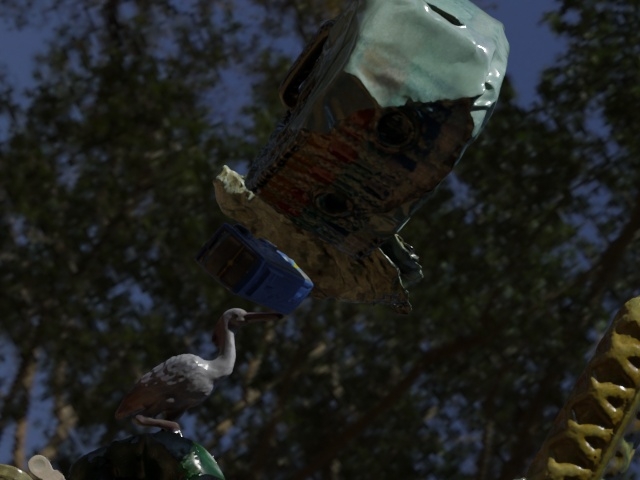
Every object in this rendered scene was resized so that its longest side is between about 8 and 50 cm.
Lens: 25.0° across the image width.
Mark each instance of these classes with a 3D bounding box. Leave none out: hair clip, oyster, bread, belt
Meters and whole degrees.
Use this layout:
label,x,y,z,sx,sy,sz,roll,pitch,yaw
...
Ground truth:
label,x,y,z,sx,sy,sz,roll,pitch,yaw
hair clip,-0.360,0.380,2.137,0.226,0.034,0.072,20,-37,45
oyster,0.000,0.000,1.811,0.268,0.112,0.198,24,-19,24
bread,0.330,0.181,1.613,0.098,0.269,0.087,30,-8,10
belt,0.044,-0.105,1.176,0.150,0.207,0.257,31,-40,-8

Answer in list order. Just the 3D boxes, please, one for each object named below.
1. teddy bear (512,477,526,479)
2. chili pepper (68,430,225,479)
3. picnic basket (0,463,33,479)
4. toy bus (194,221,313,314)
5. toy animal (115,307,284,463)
label,x,y,z,sx,sy,sz,roll,pitch,yaw
teddy bear,0.185,0.327,1.119,0.224,0.367,0.357,30,-66,-6
chili pepper,-0.155,0.315,1.222,0.233,0.249,0.256,42,-23,49
picnic basket,-0.403,0.323,1.536,0.267,0.139,0.165,4,-36,27
toy bus,-0.056,0.026,1.271,0.061,0.051,0.153,39,3,20
toy animal,-0.208,0.230,2.364,0.195,0.324,0.090,21,-16,19
